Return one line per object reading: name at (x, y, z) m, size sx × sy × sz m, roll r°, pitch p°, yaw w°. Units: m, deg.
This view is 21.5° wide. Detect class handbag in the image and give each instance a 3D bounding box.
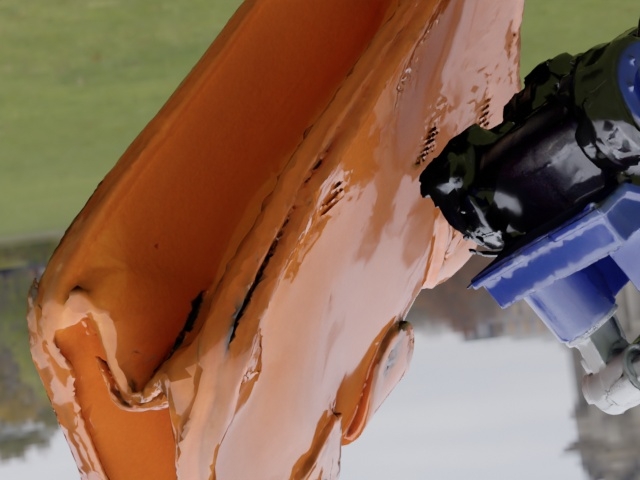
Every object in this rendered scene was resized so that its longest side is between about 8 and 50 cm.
handbag at (0.000, 0.000, 0.973) m, size 0.116 × 0.410 × 0.303 m, roll 18°, pitch 145°, yaw 21°

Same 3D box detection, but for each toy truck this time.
toy truck at (0.182, -0.029, 0.914) m, size 0.213 × 0.177 × 0.161 m, roll -40°, pitch -177°, yaw -39°
